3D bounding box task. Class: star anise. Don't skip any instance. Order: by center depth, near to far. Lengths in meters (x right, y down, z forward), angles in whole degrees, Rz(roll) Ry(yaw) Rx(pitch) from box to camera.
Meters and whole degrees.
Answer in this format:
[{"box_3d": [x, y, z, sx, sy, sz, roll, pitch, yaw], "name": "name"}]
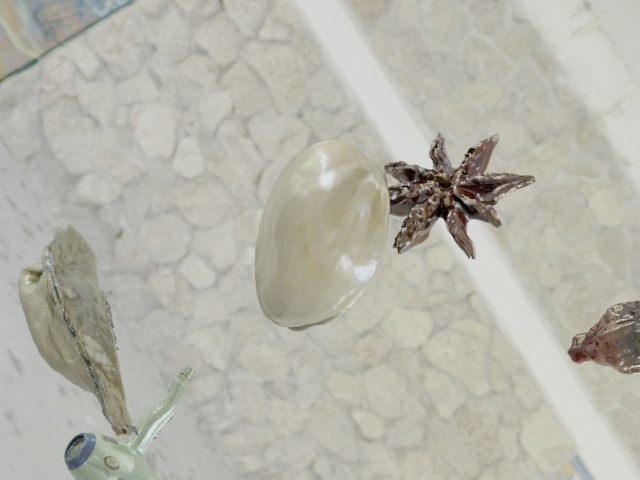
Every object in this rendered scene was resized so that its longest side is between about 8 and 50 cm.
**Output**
[{"box_3d": [0.216, -0.079, 1.386, 0.288, 0.288, 0.088, 54, -5, 36], "name": "star anise"}]

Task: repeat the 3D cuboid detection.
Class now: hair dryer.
[{"box_3d": [-0.320, 0.441, 1.632, 0.119, 0.298, 0.296, 22, -41, 54], "name": "hair dryer"}]

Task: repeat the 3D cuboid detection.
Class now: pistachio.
[{"box_3d": [0.000, 0.000, 1.338, 0.226, 0.332, 0.208, 20, 13, 22], "name": "pistachio"}]

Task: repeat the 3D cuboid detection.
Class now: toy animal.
[{"box_3d": [0.415, 0.091, 0.843, 0.157, 0.312, 0.097, 38, 41, -60], "name": "toy animal"}]

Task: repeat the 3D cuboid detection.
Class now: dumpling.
[{"box_3d": [-0.322, 0.093, 1.021, 0.332, 0.086, 0.166, 61, 2, 38], "name": "dumpling"}]
